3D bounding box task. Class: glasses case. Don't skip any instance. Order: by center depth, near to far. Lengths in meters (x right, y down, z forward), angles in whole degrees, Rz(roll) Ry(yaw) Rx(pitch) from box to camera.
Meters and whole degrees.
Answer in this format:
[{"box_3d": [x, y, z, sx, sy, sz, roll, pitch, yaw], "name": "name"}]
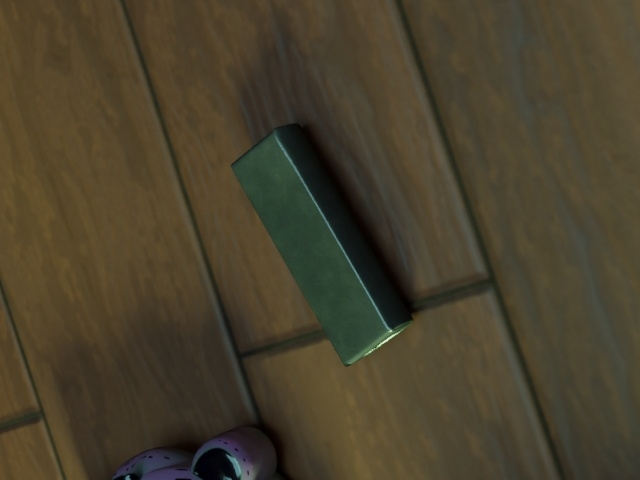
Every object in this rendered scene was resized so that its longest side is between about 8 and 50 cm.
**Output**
[{"box_3d": [0.000, 0.002, 0.907, 0.072, 0.042, 0.190, -36, 80, 37], "name": "glasses case"}]

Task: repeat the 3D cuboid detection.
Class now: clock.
[{"box_3d": [-0.109, 0.289, 0.996, 0.248, 0.090, 0.227, -34, 81, 29], "name": "clock"}]
